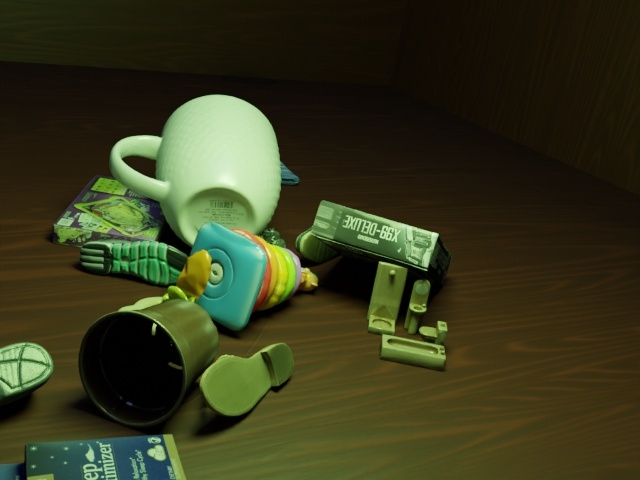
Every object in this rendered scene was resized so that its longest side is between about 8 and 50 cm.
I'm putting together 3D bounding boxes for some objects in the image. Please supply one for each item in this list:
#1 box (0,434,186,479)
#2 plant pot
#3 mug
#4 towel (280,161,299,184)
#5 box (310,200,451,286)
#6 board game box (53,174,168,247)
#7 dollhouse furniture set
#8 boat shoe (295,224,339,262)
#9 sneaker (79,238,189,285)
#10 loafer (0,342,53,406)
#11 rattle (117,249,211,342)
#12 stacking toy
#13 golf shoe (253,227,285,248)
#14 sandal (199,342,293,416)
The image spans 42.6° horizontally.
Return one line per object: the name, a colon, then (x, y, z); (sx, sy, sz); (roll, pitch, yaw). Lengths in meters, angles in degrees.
box: (-0.280, 0.295, 1.000); (0.225, 0.037, 0.136); (0, 23, -22)
plant pot: (-0.237, 0.165, 1.202); (0.166, 0.167, 0.165); (16, 13, 14)
mug: (-0.266, -0.137, 1.770); (0.373, 0.276, 0.328); (13, 30, -15)
towel: (-0.220, -0.235, 2.387); (0.243, 0.040, 0.336); (2, 22, -23)
box: (0.136, 0.011, 1.700); (0.242, 0.077, 0.307); (17, -5, 15)
board game box: (-0.441, -0.060, 1.821); (0.208, 0.056, 0.347); (6, 21, -2)
dollhouse furniture set: (0.164, 0.135, 1.501); (0.144, 0.123, 0.151); (11, 21, 1)
boat shoe: (0.001, -0.001, 1.848); (0.073, 0.080, 0.223); (16, 16, 29)
sneaker: (-0.346, 0.027, 1.595); (0.223, 0.083, 0.098); (10, 16, 1)
loafer: (-0.488, 0.212, 1.082); (0.267, 0.084, 0.096); (-12, 62, -39)
rattle: (-0.277, 0.102, 1.364); (0.199, 0.143, 0.130); (2, 40, -37)
stacking toy: (-0.098, 0.068, 1.558); (0.175, 0.166, 0.301); (25, 11, 35)
golf shoe: (-0.162, 0.050, 1.652); (0.198, 0.094, 0.077); (-16, 46, -4)
sandal: (-0.134, 0.215, 1.257); (0.079, 0.088, 0.240); (-14, 0, 30)
